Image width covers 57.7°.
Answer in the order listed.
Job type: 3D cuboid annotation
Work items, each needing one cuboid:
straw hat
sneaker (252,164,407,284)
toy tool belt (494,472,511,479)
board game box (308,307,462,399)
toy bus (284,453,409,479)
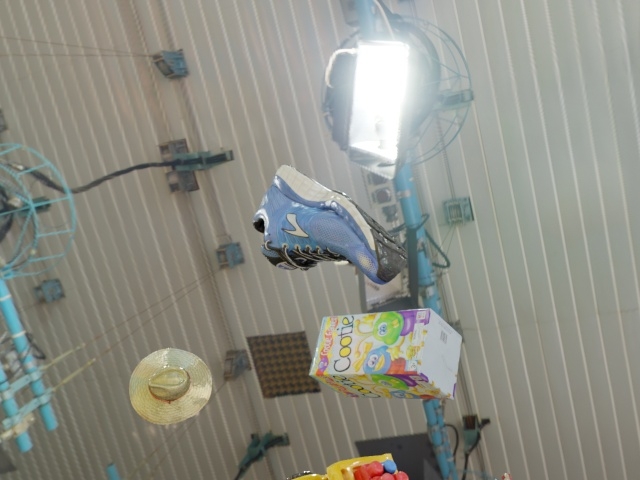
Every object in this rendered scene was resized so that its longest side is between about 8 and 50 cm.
[{"bbox_3d":[-0.263,0.245,1.008,0.144,0.061,0.144,3,-115,-7],"label":"straw hat"},{"bbox_3d":[0.000,0.000,0.895,0.130,0.330,0.147,37,-93,-38],"label":"sneaker"},{"bbox_3d":[0.373,0.511,1.189,0.051,0.083,0.052,-9,-73,5],"label":"toy tool belt"},{"bbox_3d":[0.136,0.245,1.232,0.275,0.142,0.144,-11,-38,40],"label":"board game box"},{"bbox_3d":[0.049,0.452,1.016,0.220,0.149,0.211,5,-43,-29],"label":"toy bus"}]
